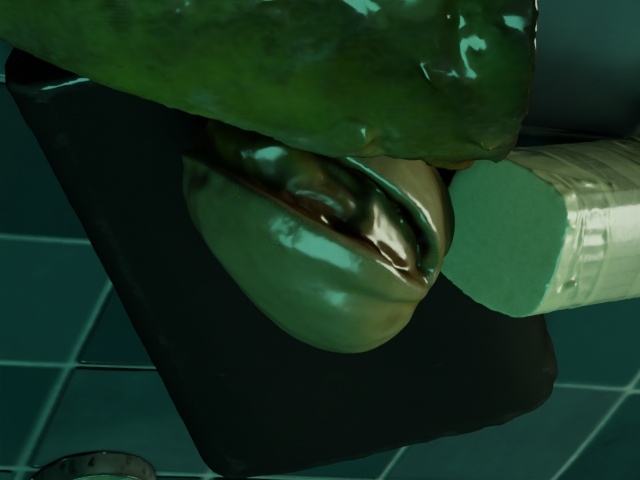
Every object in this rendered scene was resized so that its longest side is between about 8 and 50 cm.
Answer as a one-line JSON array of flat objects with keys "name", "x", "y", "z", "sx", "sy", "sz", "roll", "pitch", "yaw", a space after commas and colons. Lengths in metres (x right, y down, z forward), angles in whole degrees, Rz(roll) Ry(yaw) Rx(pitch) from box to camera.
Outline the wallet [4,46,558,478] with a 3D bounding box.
[{"name": "wallet", "x": 0.000, "y": -0.001, "z": 1.029, "sx": 0.228, "sy": 0.062, "sz": 0.406, "roll": -13, "pitch": 145, "yaw": 3}]

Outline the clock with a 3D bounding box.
[{"name": "clock", "x": -0.148, "y": 0.166, "z": 1.263, "sx": 0.085, "sy": 0.017, "sz": 0.085, "roll": -7, "pitch": 146, "yaw": -5}]

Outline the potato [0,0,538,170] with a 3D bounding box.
[{"name": "potato", "x": -0.048, "y": -0.121, "z": 0.758, "sx": 0.255, "sy": 0.112, "sz": 0.269, "roll": -3, "pitch": 128, "yaw": -1}]

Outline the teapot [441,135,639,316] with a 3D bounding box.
[{"name": "teapot", "x": 0.153, "y": -0.026, "z": 0.984, "sx": 0.200, "sy": 0.077, "sz": 0.107, "roll": -6, "pitch": 118, "yaw": -49}]

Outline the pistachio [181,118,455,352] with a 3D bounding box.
[{"name": "pistachio", "x": 0.000, "y": -0.013, "z": 0.880, "sx": 0.113, "sy": 0.113, "sz": 0.149, "roll": -31, "pitch": 123, "yaw": 26}]
